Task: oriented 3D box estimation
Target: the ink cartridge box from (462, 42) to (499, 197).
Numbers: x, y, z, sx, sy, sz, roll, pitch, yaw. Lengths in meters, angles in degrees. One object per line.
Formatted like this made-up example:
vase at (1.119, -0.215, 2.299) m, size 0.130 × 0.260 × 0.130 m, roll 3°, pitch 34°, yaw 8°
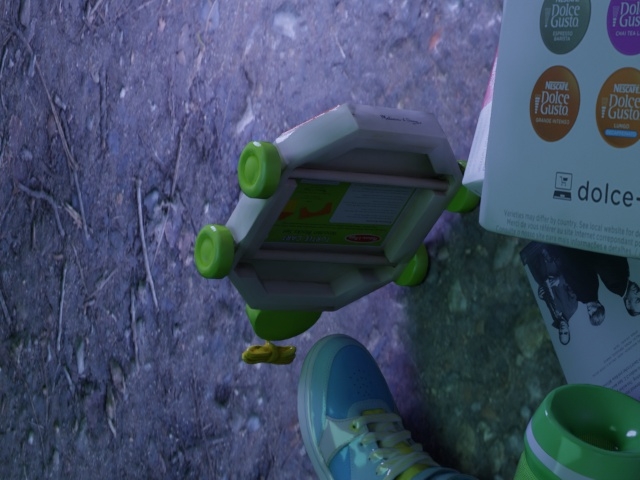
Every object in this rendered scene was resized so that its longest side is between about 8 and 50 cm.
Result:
ink cartridge box at (0.242, -0.113, 1.329) m, size 0.218 × 0.092 × 0.159 m, roll -6°, pitch 64°, yaw 54°

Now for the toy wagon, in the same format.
toy wagon at (0.000, 0.000, 1.560) m, size 0.344 × 0.267 × 0.068 m, roll -58°, pitch 42°, yaw 37°

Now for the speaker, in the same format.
speaker at (0.213, 0.279, 1.321) m, size 0.131 × 0.131 × 0.297 m, roll 47°, pitch 133°, yaw 47°

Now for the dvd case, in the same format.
dvd case at (0.277, 0.066, 1.353) m, size 0.179 × 0.029 × 0.239 m, roll -47°, pitch 51°, yaw 44°

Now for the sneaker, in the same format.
sneaker at (0.091, 0.234, 1.540) m, size 0.208 × 0.127 × 0.319 m, roll -29°, pitch 73°, yaw 54°

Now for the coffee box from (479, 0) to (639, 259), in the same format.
coffee box at (0.351, -0.142, 0.980) m, size 0.337 × 0.338 × 0.335 m, roll 12°, pitch 97°, yaw 56°
